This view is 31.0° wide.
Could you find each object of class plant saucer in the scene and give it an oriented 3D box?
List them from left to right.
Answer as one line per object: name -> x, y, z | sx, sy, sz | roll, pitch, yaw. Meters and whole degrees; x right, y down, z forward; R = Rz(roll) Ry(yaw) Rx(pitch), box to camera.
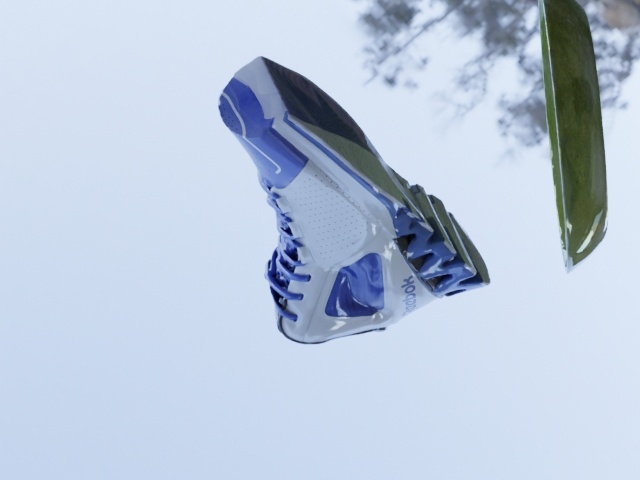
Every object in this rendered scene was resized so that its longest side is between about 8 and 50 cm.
plant saucer -> 0.207, -0.093, 0.945 | 0.241, 0.037, 0.241 | -5, -90, -80

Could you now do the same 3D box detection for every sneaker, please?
sneaker -> 0.001, 0.001, 1.033 | 0.315, 0.182, 0.127 | 40, -161, -37
